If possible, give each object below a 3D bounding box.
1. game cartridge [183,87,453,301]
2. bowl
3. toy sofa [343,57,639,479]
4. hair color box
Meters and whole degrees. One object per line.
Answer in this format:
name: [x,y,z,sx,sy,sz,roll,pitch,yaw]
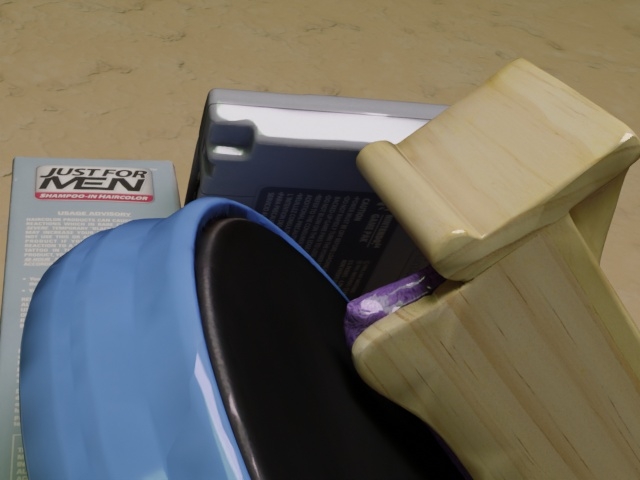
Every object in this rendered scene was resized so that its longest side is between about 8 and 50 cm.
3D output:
game cartridge: [0.000,0.000,0.807,0.198,0.297,0.062,0,60,-15]
bowl: [0.018,0.152,0.532,0.077,0.391,0.391,-31,35,11]
toy sofa: [0.152,0.090,0.679,0.177,0.362,0.150,-35,27,4]
hair color box: [-0.131,0.124,0.672,0.114,0.185,0.374,1,35,-12]
